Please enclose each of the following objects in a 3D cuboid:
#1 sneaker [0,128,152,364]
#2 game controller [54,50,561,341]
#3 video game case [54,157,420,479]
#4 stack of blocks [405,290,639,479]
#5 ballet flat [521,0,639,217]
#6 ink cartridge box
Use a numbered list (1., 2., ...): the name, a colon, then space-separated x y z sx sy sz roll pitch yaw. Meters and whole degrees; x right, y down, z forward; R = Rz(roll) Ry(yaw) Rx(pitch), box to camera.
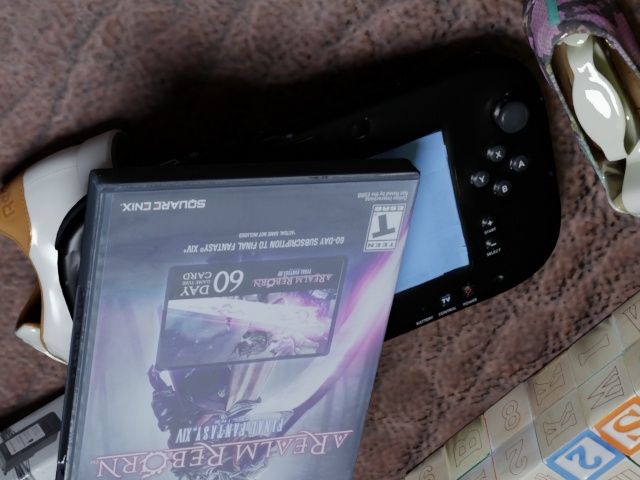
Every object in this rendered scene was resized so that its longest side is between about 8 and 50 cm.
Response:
1. sneaker: -0.125 0.065 1.127 0.123 0.106 0.290 -19 116 14
2. game controller: 0.000 0.000 1.038 0.319 0.067 0.166 -21 113 -12
3. video game case: -0.056 0.078 1.017 0.196 0.026 0.274 -3 121 -24
4. stack of blocks: 0.227 0.158 1.227 0.171 0.087 0.297 34 118 -27
5. ballet flat: 0.190 -0.068 1.053 0.077 0.079 0.221 -20 128 26
6. ink cartridge box: -0.185 0.179 1.199 0.150 0.063 0.109 -31 127 -7
